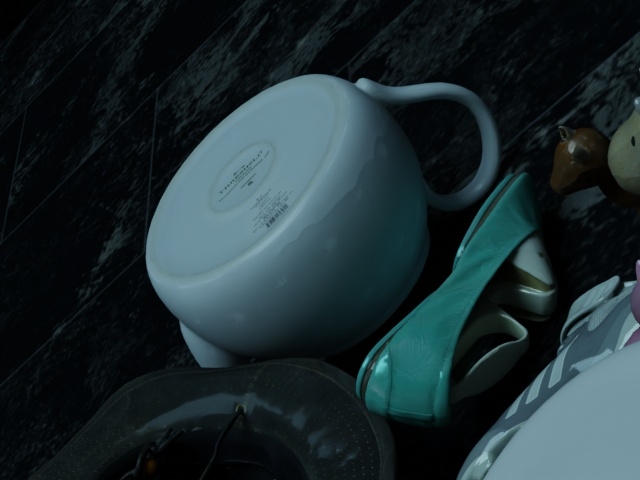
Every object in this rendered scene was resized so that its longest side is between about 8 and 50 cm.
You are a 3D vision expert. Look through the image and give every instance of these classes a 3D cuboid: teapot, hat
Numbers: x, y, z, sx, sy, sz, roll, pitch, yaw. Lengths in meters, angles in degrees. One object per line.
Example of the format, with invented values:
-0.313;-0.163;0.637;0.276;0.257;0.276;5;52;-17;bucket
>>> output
0.000;0.000;1.394;0.256;0.187;0.252;-20;40;40;teapot
-0.077;0.237;1.266;0.331;0.134;0.331;-18;38;15;hat

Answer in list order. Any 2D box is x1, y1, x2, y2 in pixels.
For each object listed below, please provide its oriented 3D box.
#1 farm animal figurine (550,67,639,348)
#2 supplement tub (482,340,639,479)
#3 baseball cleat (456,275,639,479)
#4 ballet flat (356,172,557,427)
0.254;-0.024;0.958;0.327;0.172;0.330;-29;39;21;farm animal figurine
0.219;0.186;0.605;0.235;0.325;0.235;-46;32;40;supplement tub
0.167;0.102;1.134;0.206;0.072;0.109;-38;21;3;baseball cleat
0.121;0.049;1.247;0.087;0.083;0.247;24;51;21;ballet flat
